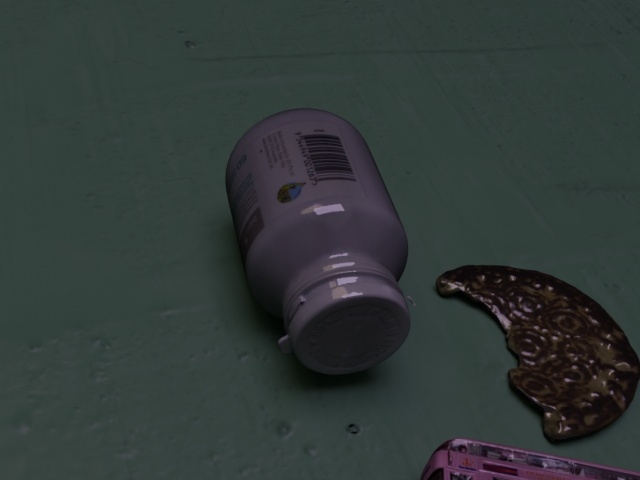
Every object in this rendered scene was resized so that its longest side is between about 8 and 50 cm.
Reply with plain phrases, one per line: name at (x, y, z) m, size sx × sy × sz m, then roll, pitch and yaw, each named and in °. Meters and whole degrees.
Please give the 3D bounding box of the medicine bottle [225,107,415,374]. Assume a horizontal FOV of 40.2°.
medicine bottle at (0.000, 0.000, 0.723) m, size 0.135 × 0.135 × 0.215 m, roll -2°, pitch 43°, yaw -15°

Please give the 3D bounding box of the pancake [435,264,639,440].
pancake at (0.185, 0.090, 0.753) m, size 0.184 × 0.020 × 0.190 m, roll 14°, pitch 40°, yaw 2°

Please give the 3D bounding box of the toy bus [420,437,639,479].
toy bus at (0.167, 0.196, 0.600) m, size 0.203 × 0.063 × 0.090 m, roll 12°, pitch 38°, yaw -3°
